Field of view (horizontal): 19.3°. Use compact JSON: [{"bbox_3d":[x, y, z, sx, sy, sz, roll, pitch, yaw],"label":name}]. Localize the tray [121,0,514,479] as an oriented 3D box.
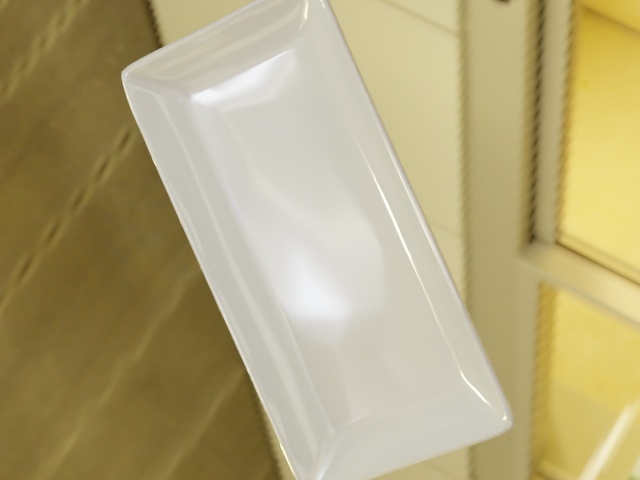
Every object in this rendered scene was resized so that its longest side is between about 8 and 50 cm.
[{"bbox_3d":[0.000,0.000,1.051,0.145,0.270,0.030,-23,2,31],"label":"tray"}]
